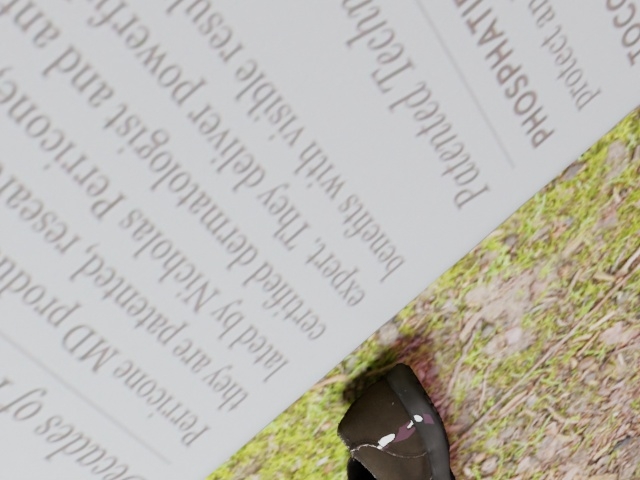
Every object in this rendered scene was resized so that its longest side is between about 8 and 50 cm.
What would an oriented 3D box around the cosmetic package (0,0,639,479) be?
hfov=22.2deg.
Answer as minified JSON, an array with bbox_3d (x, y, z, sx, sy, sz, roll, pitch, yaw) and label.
[{"bbox_3d":[-0.142,-0.124,0.506,0.394,0.329,0.327,-41,143,0],"label":"cosmetic package"}]

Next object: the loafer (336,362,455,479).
[{"bbox_3d":[0.054,0.173,1.183,0.078,0.080,0.220,-24,135,-6],"label":"loafer"}]
